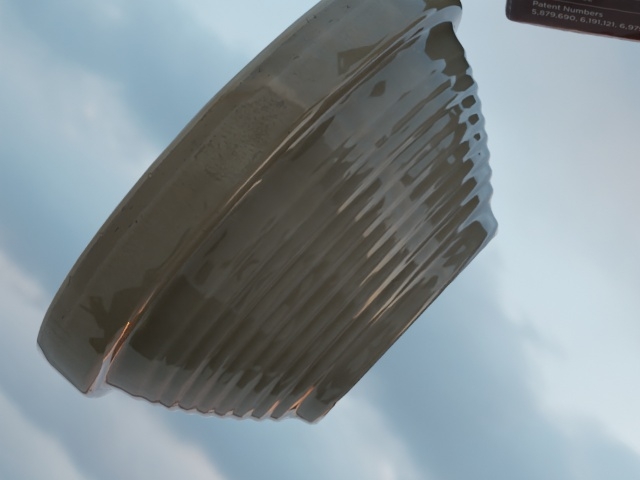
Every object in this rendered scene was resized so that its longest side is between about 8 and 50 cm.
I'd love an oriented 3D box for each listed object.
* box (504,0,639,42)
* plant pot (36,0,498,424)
[{"bbox_3d":[0.207,-0.236,0.748,0.167,0.168,0.203,12,-37,10],"label":"box"},{"bbox_3d":[0.000,0.000,0.578,0.110,0.237,0.237,42,-26,5],"label":"plant pot"}]
